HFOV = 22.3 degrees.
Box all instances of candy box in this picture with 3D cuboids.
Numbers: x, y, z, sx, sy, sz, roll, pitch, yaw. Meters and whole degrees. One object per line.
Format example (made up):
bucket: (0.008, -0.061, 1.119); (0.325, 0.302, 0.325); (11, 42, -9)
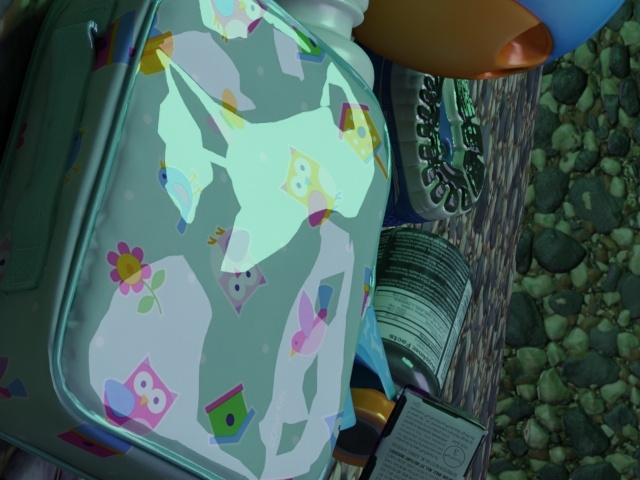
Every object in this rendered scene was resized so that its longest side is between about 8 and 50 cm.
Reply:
candy box: (0.043, 0.226, 1.201); (0.233, 0.071, 0.159); (-63, 175, -1)

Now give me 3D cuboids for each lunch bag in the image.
lunch bag: (-0.076, -0.005, 0.870); (0.224, 0.108, 0.279); (32, 60, -39)

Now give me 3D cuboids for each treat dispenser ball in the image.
treat dispenser ball: (0.115, -0.266, 1.231); (0.288, 0.288, 0.288); (9, 90, -77)

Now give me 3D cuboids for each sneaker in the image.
sneaker: (0.054, -0.159, 1.430); (0.130, 0.147, 0.330); (35, 48, -43)

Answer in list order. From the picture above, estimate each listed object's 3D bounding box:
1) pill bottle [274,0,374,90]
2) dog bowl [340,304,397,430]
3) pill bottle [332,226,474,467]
pill bottle: (-0.034, -0.084, 1.070); (0.131, 0.131, 0.229); (35, 65, -75)
dog bowl: (-0.046, 0.082, 1.096); (0.297, 0.166, 0.074); (-4, 91, -76)
pill bottle: (0.067, 0.110, 1.624); (0.245, 0.130, 0.130); (-66, 160, -45)
